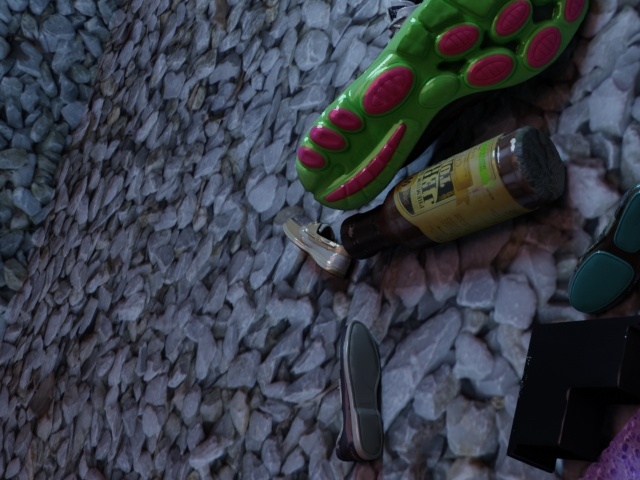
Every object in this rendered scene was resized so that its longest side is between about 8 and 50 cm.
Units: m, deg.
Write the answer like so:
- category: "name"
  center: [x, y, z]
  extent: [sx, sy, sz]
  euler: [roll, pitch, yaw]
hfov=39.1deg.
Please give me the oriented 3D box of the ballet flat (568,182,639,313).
- category: "ballet flat"
  center: [0.348, 0.006, 1.031]
  extent: [0.070, 0.070, 0.188]
  euler: [-108, 32, -43]

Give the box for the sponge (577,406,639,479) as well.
- category: "sponge"
  center: [0.327, 0.270, 0.937]
  extent: [0.210, 0.031, 0.117]
  euler: [-55, 37, 14]

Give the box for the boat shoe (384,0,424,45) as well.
- category: "boat shoe"
  center: [0.150, -0.363, 1.475]
  extent: [0.096, 0.088, 0.267]
  euler: [28, 92, 54]

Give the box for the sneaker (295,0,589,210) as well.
- category: "sneaker"
  center: [0.158, -0.242, 1.302]
  extent: [0.483, 0.185, 0.202]
  euler: [-36, 10, 12]

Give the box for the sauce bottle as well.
- category: "sauce bottle"
  center: [0.167, -0.050, 1.255]
  extent: [0.344, 0.111, 0.111]
  euler: [-24, 52, 42]

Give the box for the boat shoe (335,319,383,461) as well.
- category: "boat shoe"
  center: [0.043, 0.215, 1.291]
  extent: [0.065, 0.075, 0.206]
  euler: [-26, 56, 38]

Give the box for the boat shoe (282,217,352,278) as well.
- category: "boat shoe"
  center: [0.000, 0.000, 1.484]
  extent: [0.170, 0.063, 0.059]
  euler: [40, 100, 44]

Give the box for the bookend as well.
- category: "bookend"
  center: [0.294, 0.169, 0.972]
  extent: [0.157, 0.072, 0.156]
  euler: [-17, 52, 57]
